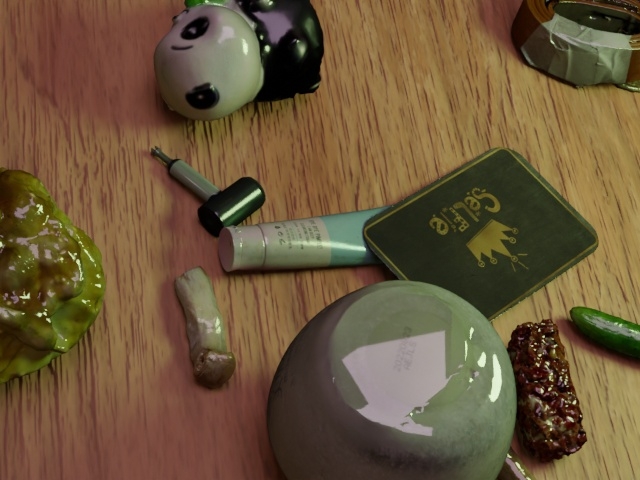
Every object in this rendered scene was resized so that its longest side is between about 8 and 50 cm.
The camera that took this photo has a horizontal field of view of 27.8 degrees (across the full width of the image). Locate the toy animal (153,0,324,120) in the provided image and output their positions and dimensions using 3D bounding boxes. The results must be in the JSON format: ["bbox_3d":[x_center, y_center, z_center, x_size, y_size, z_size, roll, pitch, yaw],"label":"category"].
[{"bbox_3d":[-0.141,-0.308,2.053,0.267,0.212,0.212,-20,64,-31],"label":"toy animal"}]

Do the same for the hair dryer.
[{"bbox_3d":[-0.186,-0.093,1.998,0.198,0.057,0.100,37,55,18],"label":"hair dryer"}]

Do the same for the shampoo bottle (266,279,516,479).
[{"bbox_3d":[0.096,0.220,1.694,0.323,0.317,0.322,7,57,-12],"label":"shampoo bottle"}]

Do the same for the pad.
[{"bbox_3d":[0.246,-0.047,2.039,0.375,0.063,0.315,-30,68,-35],"label":"pad"}]

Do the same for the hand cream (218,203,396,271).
[{"bbox_3d":[0.000,0.000,1.982,0.312,0.070,0.111,-3,56,-25],"label":"hand cream"}]

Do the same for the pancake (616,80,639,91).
[{"bbox_3d":[0.563,-0.312,2.341,0.115,0.011,0.114,7,54,-10],"label":"pancake"}]

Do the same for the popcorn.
[{"bbox_3d":[-0.434,0.060,1.722,0.282,0.247,0.282,4,68,-11],"label":"popcorn"}]

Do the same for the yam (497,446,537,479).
[{"bbox_3d":[0.220,0.268,1.858,0.046,0.046,0.264,-29,68,-28],"label":"yam"}]

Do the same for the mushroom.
[{"bbox_3d":[-0.168,0.116,1.862,0.059,0.054,0.202,-6,55,-15],"label":"mushroom"}]

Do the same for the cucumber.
[{"bbox_3d":[0.500,0.158,1.992,0.250,0.056,0.056,17,55,1],"label":"cucumber"}]

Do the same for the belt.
[{"bbox_3d":[0.477,-0.370,2.297,0.262,0.105,0.184,11,52,-4],"label":"belt"}]

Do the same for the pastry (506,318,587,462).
[{"bbox_3d":[0.324,0.213,1.885,0.097,0.115,0.208,-7,60,-3],"label":"pastry"}]
